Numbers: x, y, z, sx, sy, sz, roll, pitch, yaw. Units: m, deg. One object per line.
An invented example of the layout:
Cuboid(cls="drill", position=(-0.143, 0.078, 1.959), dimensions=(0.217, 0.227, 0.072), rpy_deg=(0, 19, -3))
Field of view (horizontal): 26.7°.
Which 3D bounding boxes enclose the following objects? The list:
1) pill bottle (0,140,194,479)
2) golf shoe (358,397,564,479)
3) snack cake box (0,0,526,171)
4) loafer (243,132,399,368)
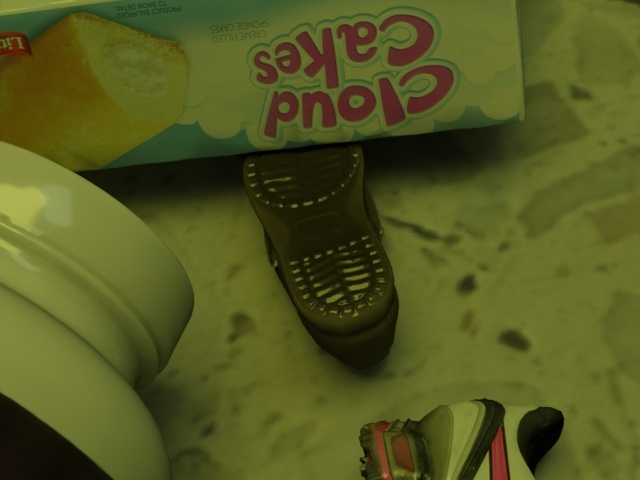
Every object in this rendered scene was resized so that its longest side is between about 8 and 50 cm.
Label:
Cuboid(cls="pill bottle", position=(-0.168, 0.125, 0.443), dimensions=(0.182, 0.181, 0.323), rpy_deg=(15, 60, 21))
Cuboid(cls="golf shoe", position=(0.070, 0.133, 0.459), dimensions=(0.086, 0.067, 0.186), rpy_deg=(-14, 54, 0))
Cuboid(cls="snack cake box", position=(-0.045, -0.117, 0.626), dimensions=(0.264, 0.089, 0.152), rpy_deg=(-6, 38, 8))
Cuboid(cls="loafer", position=(0.000, 0.000, 0.581), dimensions=(0.056, 0.050, 0.148), rpy_deg=(-11, 38, 0))
